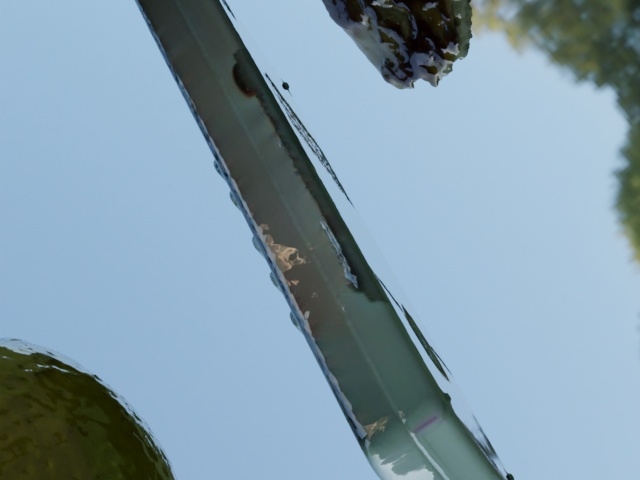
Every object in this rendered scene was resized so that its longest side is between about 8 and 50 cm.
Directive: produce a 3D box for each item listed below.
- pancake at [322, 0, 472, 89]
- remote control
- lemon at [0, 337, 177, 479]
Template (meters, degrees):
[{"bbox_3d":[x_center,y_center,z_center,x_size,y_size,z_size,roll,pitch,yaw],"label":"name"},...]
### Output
[{"bbox_3d":[0.068,-0.236,0.883,0.266,0.244,0.057,59,-142,-12],"label":"pancake"},{"bbox_3d":[-0.001,0.000,0.796,0.145,0.050,0.344,51,-172,-52],"label":"remote control"},{"bbox_3d":[-0.150,0.143,0.657,0.192,0.192,0.231,23,-127,-36],"label":"lemon"}]
